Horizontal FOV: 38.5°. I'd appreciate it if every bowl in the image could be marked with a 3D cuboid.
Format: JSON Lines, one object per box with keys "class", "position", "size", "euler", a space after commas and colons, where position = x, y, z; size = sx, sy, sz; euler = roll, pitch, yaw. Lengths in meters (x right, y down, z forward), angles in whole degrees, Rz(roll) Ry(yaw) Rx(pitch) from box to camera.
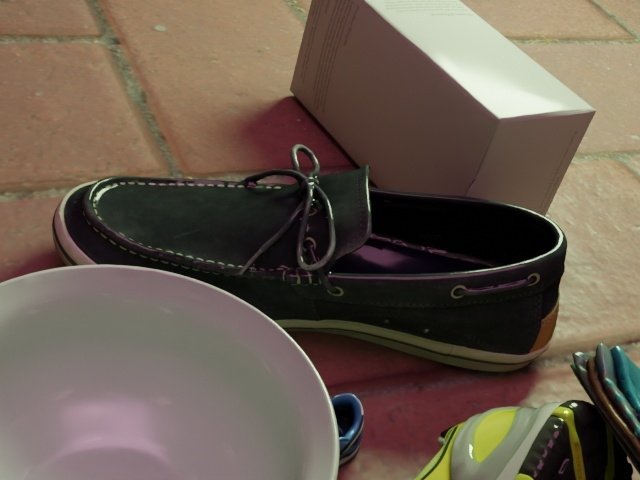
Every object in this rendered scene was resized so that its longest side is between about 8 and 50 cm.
{"class": "bowl", "position": [-0.143, 0.161, 0.634], "size": [0.297, 0.134, 0.298], "euler": [10, 37, -7]}

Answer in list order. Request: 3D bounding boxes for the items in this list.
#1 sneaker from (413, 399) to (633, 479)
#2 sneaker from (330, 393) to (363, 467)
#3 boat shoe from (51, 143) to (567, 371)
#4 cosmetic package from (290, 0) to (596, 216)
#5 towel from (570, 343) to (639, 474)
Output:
{"class": "sneaker", "position": [0.074, 0.267, 0.602], "size": [0.384, 0.147, 0.145], "euler": [-45, 108, -35]}
{"class": "sneaker", "position": [-0.014, 0.171, 0.730], "size": [0.053, 0.059, 0.144], "euler": [33, 41, 18]}
{"class": "boat shoe", "position": [0.000, 0.000, 0.878], "size": [0.499, 0.156, 0.187], "euler": [11, 39, -4]}
{"class": "cosmetic package", "position": [0.125, -0.169, 1.104], "size": [0.155, 0.197, 0.366], "euler": [-11, 46, -32]}
{"class": "towel", "position": [0.325, 0.240, 0.585], "size": [0.271, 0.040, 0.370], "euler": [31, 22, -32]}
